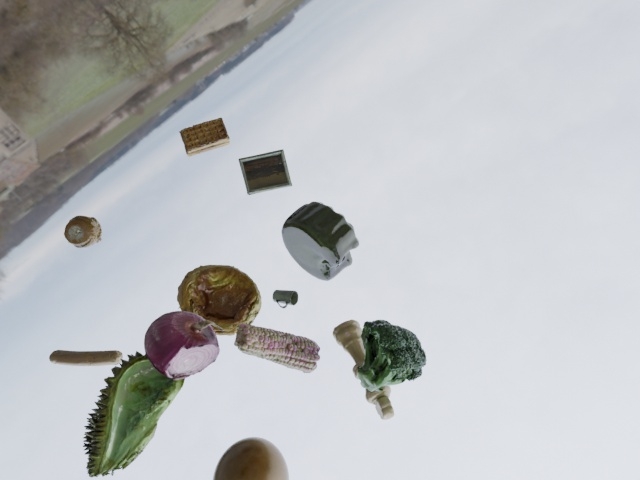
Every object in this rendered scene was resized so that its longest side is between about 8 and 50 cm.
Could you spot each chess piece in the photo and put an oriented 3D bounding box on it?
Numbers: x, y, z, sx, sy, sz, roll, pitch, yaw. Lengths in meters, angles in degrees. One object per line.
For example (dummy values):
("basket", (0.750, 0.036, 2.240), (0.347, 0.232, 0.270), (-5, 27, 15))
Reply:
("chess piece", (0.174, 0.487, 1.917), (0.117, 0.117, 0.397), (-36, -129, 9))

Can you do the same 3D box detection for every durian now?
("durian", (-0.525, 0.466, 1.407), (0.163, 0.198, 0.394), (-54, -169, 40))

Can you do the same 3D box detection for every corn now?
("corn", (-0.140, 0.363, 1.729), (0.127, 0.335, 0.126), (-27, -130, 38))

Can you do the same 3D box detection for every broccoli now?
("broccoli", (0.229, 0.397, 1.749), (0.245, 0.265, 0.294), (-45, 168, -24))

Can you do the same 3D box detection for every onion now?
("onion", (-0.403, 0.287, 1.454), (0.207, 0.200, 0.200), (-27, -172, -39))

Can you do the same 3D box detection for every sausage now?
("sausage", (-0.914, 0.460, 1.989), (0.301, 0.065, 0.066), (-4, -149, 15))

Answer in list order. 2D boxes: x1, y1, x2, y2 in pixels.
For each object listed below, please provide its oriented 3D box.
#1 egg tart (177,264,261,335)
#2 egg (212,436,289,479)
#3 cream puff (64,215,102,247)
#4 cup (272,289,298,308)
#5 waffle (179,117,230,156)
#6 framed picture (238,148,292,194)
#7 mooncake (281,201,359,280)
("egg tart", (-0.421, 0.253, 2.104), (0.150, 0.352, 0.352), (-59, -179, 45))
("egg", (-0.272, 0.966, 1.983), (0.301, 0.301, 0.374), (-20, -120, 43))
("cream puff", (-0.919, -0.035, 1.982), (0.144, 0.126, 0.103), (-5, -176, 7))
("cup", (-0.133, 0.219, 1.881), (0.083, 0.054, 0.075), (3, -110, 28))
("waffle", (-0.375, -0.336, 1.652), (0.148, 0.042, 0.102), (-20, -120, -10))
("framed picture", (-0.287, -0.351, 2.629), (0.252, 0.197, 0.014), (-10, -167, 15))
("mooncake", (0.000, 0.000, 2.189), (0.187, 0.351, 0.351), (-45, -160, -27))
